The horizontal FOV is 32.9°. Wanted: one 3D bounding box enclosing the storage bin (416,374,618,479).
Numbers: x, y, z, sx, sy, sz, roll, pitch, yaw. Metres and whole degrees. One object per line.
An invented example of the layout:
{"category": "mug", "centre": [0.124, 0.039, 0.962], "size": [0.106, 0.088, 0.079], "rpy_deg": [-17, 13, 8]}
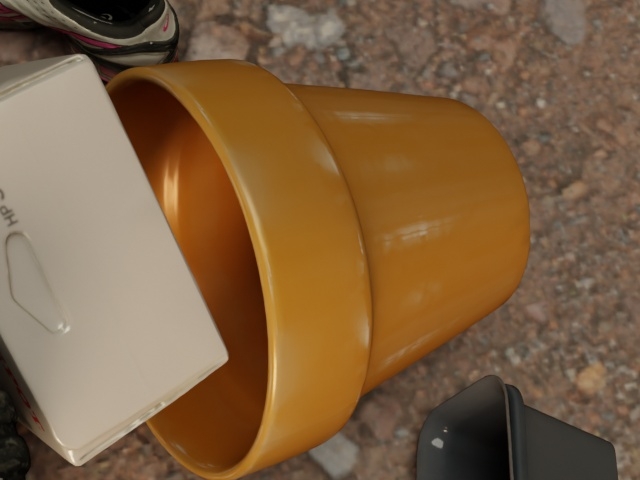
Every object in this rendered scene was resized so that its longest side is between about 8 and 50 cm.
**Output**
{"category": "storage bin", "centre": [0.108, 0.157, 0.583], "size": [0.091, 0.098, 0.135], "rpy_deg": [21, 52, -22]}

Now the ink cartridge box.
{"category": "ink cartridge box", "centre": [-0.145, 0.000, 0.506], "size": [0.086, 0.203, 0.148], "rpy_deg": [-33, 112, -26]}

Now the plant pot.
{"category": "plant pot", "centre": [0.000, 0.000, 0.577], "size": [0.188, 0.205, 0.205], "rpy_deg": [-14, 72, -32]}

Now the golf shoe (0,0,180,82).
{"category": "golf shoe", "centre": [-0.169, -0.161, 0.652], "size": [0.186, 0.086, 0.067], "rpy_deg": [23, 69, 0]}

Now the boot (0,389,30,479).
{"category": "boot", "centre": [-0.246, 0.041, 0.466], "size": [0.348, 0.260, 0.131], "rpy_deg": [41, 69, 6]}
